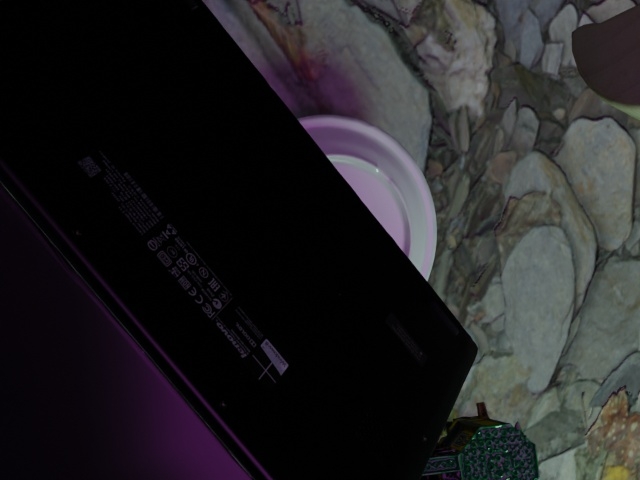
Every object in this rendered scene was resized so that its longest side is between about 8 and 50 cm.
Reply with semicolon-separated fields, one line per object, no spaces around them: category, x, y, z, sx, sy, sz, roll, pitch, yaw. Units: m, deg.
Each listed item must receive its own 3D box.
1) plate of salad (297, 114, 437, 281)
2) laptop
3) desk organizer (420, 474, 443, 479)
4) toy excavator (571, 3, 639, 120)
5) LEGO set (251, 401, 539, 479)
plate of salad;0.000;0.000;0.807;0.199;0.048;0.200;-4;100;-21
laptop;-0.149;0.075;0.635;0.382;0.236;0.408;51;34;-7
desk organizer;0.126;0.231;0.930;0.130;0.047;0.050;6;93;-33
toy excavator;0.145;-0.283;0.608;0.222;0.445;0.433;17;89;-33
LEGO set;0.016;0.255;0.804;0.331;0.192;0.255;-14;87;-10
